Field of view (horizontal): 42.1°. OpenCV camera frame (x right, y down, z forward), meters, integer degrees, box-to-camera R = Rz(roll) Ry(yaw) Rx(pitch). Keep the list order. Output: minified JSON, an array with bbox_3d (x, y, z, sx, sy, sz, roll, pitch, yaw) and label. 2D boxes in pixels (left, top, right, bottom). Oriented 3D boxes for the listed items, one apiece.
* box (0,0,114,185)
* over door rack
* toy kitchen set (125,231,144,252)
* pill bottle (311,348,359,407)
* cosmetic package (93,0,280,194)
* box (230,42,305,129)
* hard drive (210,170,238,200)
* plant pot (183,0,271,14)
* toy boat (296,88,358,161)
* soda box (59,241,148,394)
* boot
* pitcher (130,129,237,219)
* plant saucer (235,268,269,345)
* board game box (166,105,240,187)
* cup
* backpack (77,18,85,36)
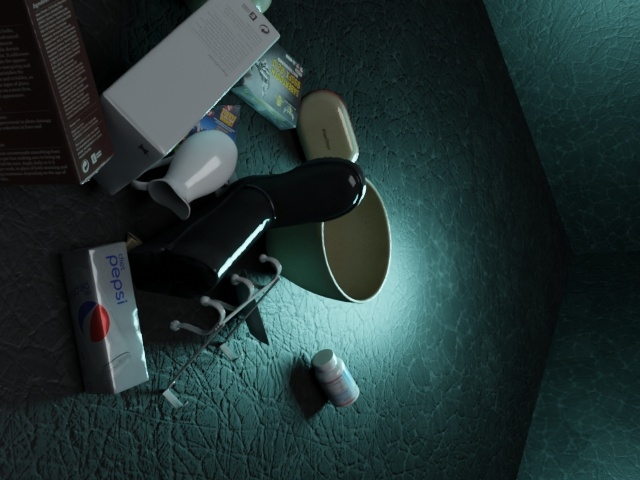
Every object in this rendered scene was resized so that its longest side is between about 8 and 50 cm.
[{"bbox_3d":[-0.504,-0.288,1.400,0.143,0.191,0.381,-65,151,-55],"label":"box"},{"bbox_3d":[-0.229,0.188,1.803,0.239,0.108,0.324,-38,161,-51],"label":"over door rack"},{"bbox_3d":[-0.397,0.032,1.737,0.075,0.068,0.083,-52,152,-1],"label":"toy kitchen set"},{"bbox_3d":[0.038,0.377,2.285,0.160,0.087,0.087,62,40,-29],"label":"pill bottle"},{"bbox_3d":[-0.300,-0.317,1.698,0.161,0.230,0.453,47,49,-16],"label":"cosmetic package"},{"bbox_3d":[-0.135,-0.421,2.164,0.231,0.056,0.183,34,58,-49],"label":"box"},{"bbox_3d":[-0.235,-0.139,2.007,0.094,0.022,0.135,-37,116,-52],"label":"hard drive"},{"bbox_3d":[-0.231,-0.652,1.875,0.280,0.323,0.323,76,31,-43],"label":"plant pot"},{"bbox_3d":[0.014,-0.311,2.326,0.151,0.151,0.231,-91,164,-70],"label":"toy boat"},{"bbox_3d":[-0.422,0.151,1.628,0.098,0.091,0.286,-15,98,-55],"label":"soda box"},{"bbox_3d":[-0.142,-0.032,1.754,0.445,0.367,0.146,-39,115,-58],"label":"boot"},{"bbox_3d":[-0.291,-0.156,1.784,0.207,0.177,0.125,-51,157,-36],"label":"pitcher"},{"bbox_3d":[-0.169,0.164,1.984,0.195,0.037,0.195,162,-90,-83],"label":"plant saucer"},{"bbox_3d":[-0.269,-0.250,1.913,0.194,0.060,0.194,32,66,-33],"label":"board game box"},{"bbox_3d":[0.000,0.000,2.146,0.331,0.237,0.331,10,78,-56],"label":"cup"},{"bbox_3d":[-0.530,-0.398,1.523,0.182,0.115,0.152,39,57,-44],"label":"backpack"}]
